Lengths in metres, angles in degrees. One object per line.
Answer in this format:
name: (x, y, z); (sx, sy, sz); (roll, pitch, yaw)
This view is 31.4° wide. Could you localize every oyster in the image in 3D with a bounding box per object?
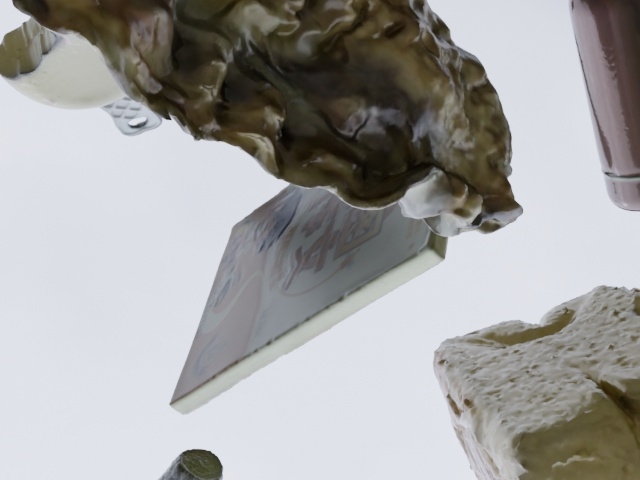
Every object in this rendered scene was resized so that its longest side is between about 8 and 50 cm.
oyster: (-0.024, -0.115, 0.504); (0.354, 0.107, 0.201); (25, -154, -42)

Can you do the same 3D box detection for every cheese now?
cheese: (-0.213, -0.183, 1.160); (0.163, 0.249, 0.070); (-29, -119, 25)

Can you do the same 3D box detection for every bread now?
bread: (0.319, 0.270, 1.229); (0.279, 0.371, 0.390); (-24, -168, 1)

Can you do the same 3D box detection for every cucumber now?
cucumber: (-0.146, 0.267, 1.190); (0.064, 0.112, 0.064); (27, -147, -20)

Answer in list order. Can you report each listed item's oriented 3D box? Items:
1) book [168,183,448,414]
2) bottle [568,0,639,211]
book: (0.000, 0.000, 0.873); (0.020, 0.295, 0.208); (37, -138, -21)
bottle: (0.183, -0.087, 0.667); (0.053, 0.140, 0.053); (-14, -160, 5)
